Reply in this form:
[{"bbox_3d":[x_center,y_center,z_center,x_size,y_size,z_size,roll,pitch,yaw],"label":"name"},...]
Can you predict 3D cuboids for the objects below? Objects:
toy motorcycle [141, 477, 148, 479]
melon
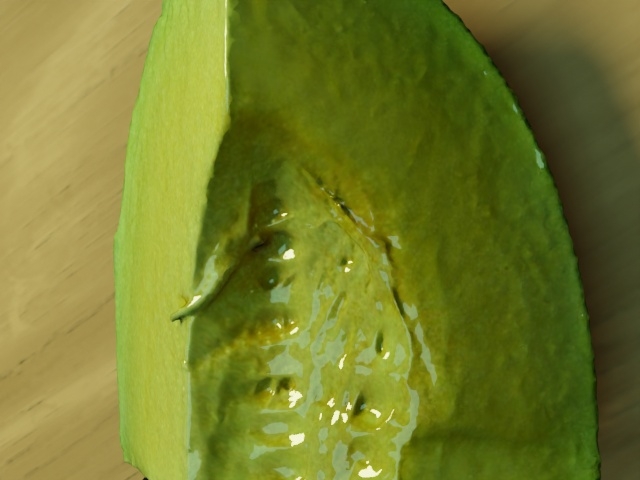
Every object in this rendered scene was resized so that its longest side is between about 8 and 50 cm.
[{"bbox_3d":[-0.146,0.261,1.011,0.215,0.080,0.122,-38,92,20],"label":"toy motorcycle"},{"bbox_3d":[0.000,0.000,0.816,0.331,0.226,0.343,6,96,28],"label":"melon"}]
